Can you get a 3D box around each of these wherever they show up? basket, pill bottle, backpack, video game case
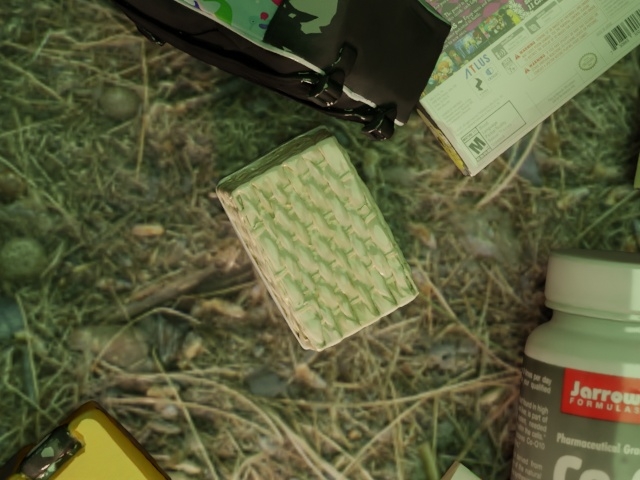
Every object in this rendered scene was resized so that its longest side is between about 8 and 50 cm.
[{"bbox_3d":[0.000,0.000,1.311,0.113,0.103,0.167,-30,97,-5],"label":"basket"},{"bbox_3d":[0.242,0.154,1.297,0.161,0.161,0.283,4,94,-9],"label":"pill bottle"},{"bbox_3d":[-0.043,-0.208,1.220,0.253,0.225,0.191,19,89,31],"label":"backpack"},{"bbox_3d":[0.155,-0.206,1.355,0.232,0.042,0.210,-39,97,-5],"label":"video game case"}]

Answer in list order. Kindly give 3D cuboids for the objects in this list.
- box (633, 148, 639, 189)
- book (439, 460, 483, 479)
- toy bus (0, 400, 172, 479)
[{"bbox_3d":[0.393,-0.142,1.296,0.117,0.213,0.243,8,91,-35],"label":"box"},{"bbox_3d":[0.149,0.274,1.383,0.144,0.035,0.096,38,84,-9],"label":"book"},{"bbox_3d":[-0.272,0.274,1.270,0.332,0.130,0.108,-43,97,-4],"label":"toy bus"}]
